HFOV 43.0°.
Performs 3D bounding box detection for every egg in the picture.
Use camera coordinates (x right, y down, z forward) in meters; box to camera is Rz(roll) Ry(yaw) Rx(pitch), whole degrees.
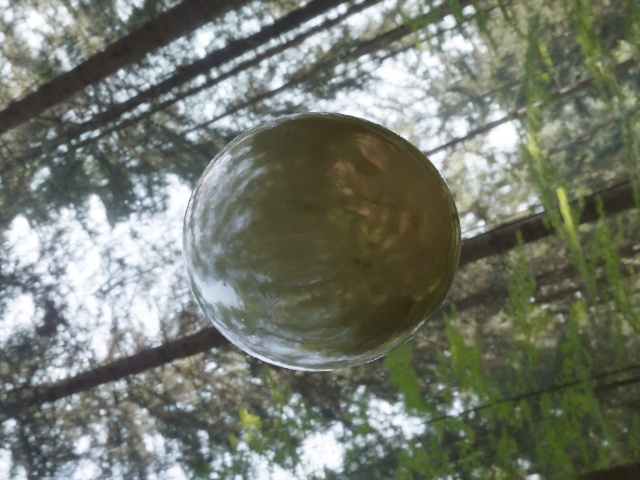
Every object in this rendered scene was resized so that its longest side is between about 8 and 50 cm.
[{"bbox_3d":[0.000,0.000,0.589,0.188,0.253,0.189,2,-95,-26],"label":"egg"}]
